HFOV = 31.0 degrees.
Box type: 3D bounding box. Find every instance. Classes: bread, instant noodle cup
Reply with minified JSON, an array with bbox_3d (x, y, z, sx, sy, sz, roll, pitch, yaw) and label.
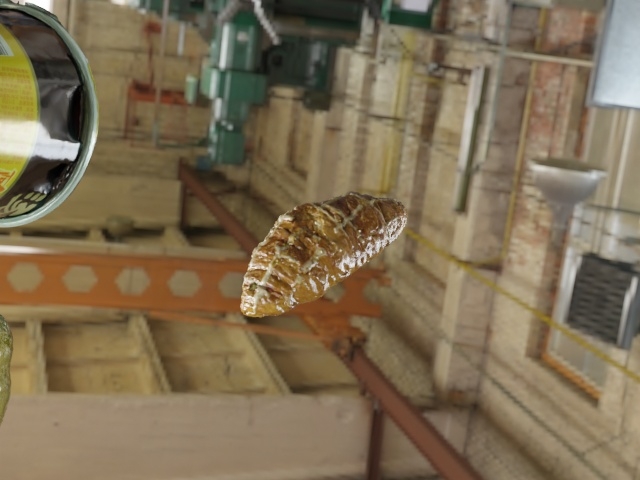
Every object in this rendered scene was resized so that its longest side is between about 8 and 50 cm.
[{"bbox_3d":[0.000,0.000,1.272,0.233,0.076,0.105,-31,-136,-25],"label":"bread"},{"bbox_3d":[-0.335,-0.114,0.977,0.215,0.215,0.236,12,-174,20],"label":"instant noodle cup"}]

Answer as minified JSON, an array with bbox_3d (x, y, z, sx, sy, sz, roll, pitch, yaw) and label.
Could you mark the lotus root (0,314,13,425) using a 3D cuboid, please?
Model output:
[{"bbox_3d":[-0.278,0.096,0.706,0.183,0.203,0.078,8,172,-25],"label":"lotus root"}]
